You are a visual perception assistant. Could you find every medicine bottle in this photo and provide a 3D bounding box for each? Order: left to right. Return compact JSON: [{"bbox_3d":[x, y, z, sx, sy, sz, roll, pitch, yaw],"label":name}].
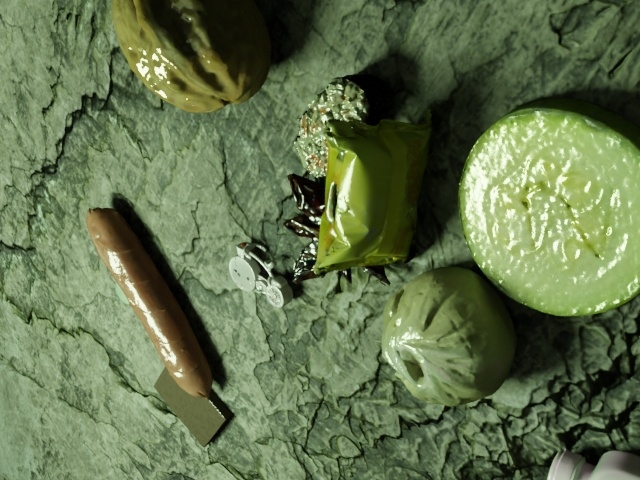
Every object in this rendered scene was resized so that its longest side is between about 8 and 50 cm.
[{"bbox_3d":[0.391,0.324,0.837,0.219,0.078,0.115,16,121,33],"label":"medicine bottle"}]

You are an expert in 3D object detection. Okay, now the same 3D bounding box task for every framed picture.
[{"bbox_3d":[-0.262,0.324,1.402,0.168,0.023,0.128,46,130,13],"label":"framed picture"}]

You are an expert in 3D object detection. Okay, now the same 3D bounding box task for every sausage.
[{"bbox_3d":[-0.320,0.118,1.315,0.088,0.088,0.433,-31,90,43],"label":"sausage"}]

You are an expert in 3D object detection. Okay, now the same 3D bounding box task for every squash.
[{"bbox_3d":[0.271,-0.033,0.793,0.252,0.049,0.252,18,120,33],"label":"squash"}]

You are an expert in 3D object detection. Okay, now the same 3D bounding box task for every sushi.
[{"bbox_3d":[0.026,-0.153,0.916,0.090,0.078,0.150,47,132,12],"label":"sushi"}]

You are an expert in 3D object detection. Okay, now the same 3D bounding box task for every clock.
[{"bbox_3d":[-0.098,0.057,1.136,0.129,0.041,0.087,31,130,30],"label":"clock"}]

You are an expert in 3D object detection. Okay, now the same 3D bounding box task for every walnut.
[{"bbox_3d":[-0.178,-0.288,0.947,0.198,0.198,0.245,-26,96,43],"label":"walnut"}]

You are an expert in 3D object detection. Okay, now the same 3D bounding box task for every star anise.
[{"bbox_3d":[0.002,-0.001,1.021,0.157,0.053,0.212,-32,90,42],"label":"star anise"}]

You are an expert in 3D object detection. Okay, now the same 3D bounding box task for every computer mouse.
[{"bbox_3d":[-0.388,0.094,1.393,0.056,0.032,0.110,51,132,8],"label":"computer mouse"}]

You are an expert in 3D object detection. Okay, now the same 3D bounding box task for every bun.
[{"bbox_3d":[0.152,0.135,0.913,0.193,0.128,0.178,-20,97,45],"label":"bun"}]

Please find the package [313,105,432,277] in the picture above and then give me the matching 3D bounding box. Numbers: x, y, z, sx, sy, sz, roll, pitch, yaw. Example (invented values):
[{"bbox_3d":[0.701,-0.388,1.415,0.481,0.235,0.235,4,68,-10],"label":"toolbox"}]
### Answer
[{"bbox_3d":[0.069,-0.059,0.877,0.090,0.168,0.226,41,132,48],"label":"package"}]
